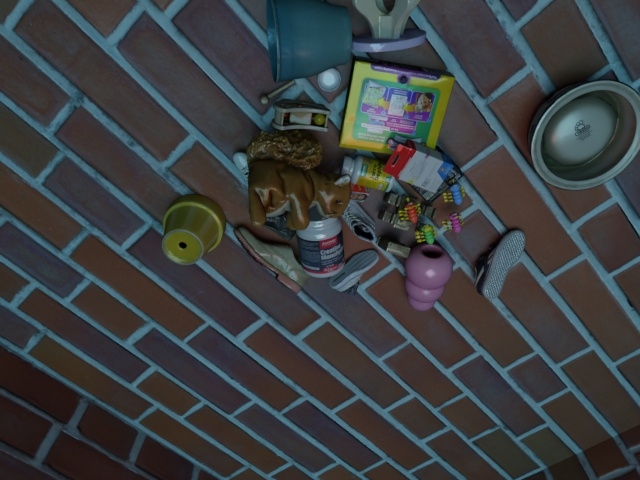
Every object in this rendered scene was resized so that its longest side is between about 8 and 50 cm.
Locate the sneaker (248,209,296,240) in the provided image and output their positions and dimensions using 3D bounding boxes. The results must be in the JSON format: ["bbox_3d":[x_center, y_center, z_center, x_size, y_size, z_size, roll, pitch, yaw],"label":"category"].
[{"bbox_3d":[-0.183,-0.104,1.947,0.227,0.087,0.130,31,113,-19],"label":"sneaker"}]

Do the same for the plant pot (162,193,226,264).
[{"bbox_3d":[-0.534,-0.030,1.902,0.253,0.239,0.254,0,118,0],"label":"plant pot"}]

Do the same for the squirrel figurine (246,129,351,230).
[{"bbox_3d":[-0.075,-0.233,1.704,0.369,0.281,0.398,-5,86,-4],"label":"squirrel figurine"}]

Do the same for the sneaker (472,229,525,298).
[{"bbox_3d":[0.767,0.092,2.034,0.126,0.127,0.321,28,91,-21],"label":"sneaker"}]

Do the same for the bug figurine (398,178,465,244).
[{"bbox_3d":[0.463,-0.105,1.834,0.278,0.072,0.216,-23,108,0],"label":"bug figurine"}]

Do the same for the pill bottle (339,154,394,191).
[{"bbox_3d":[0.184,-0.269,1.829,0.208,0.118,0.118,13,119,-6],"label":"pill bottle"}]

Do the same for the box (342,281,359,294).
[{"bbox_3d":[0.130,0.215,2.158,0.083,0.018,0.067,13,119,-7],"label":"box"}]

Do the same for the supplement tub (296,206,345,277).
[{"bbox_3d":[0.000,0.000,1.937,0.191,0.191,0.273,-5,121,3],"label":"supplement tub"}]

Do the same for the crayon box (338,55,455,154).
[{"bbox_3d":[0.270,-0.483,1.715,0.362,0.106,0.313,8,121,-5],"label":"crayon box"}]

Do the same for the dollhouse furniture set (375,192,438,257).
[{"bbox_3d":[0.338,-0.067,1.957,0.212,0.161,0.242,17,96,-9],"label":"dollhouse furniture set"}]

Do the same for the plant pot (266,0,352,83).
[{"bbox_3d":[-0.037,-0.671,1.539,0.255,0.272,0.272,-7,120,-10],"label":"plant pot"}]

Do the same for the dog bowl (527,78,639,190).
[{"bbox_3d":[0.966,-0.401,1.730,0.407,0.150,0.408,1,120,1],"label":"dog bowl"}]

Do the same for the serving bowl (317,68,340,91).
[{"bbox_3d":[0.031,-0.592,1.701,0.083,0.027,0.084,0,119,0],"label":"serving bowl"}]

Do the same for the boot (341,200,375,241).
[{"bbox_3d":[0.136,-0.100,1.921,0.258,0.123,0.095,37,113,-18],"label":"boot"}]

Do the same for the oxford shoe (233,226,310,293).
[{"bbox_3d":[-0.208,0.059,2.035,0.397,0.140,0.147,43,80,-16],"label":"oxford shoe"}]

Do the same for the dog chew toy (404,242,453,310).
[{"bbox_3d":[0.461,0.176,2.040,0.206,0.207,0.332,2,128,0],"label":"dog chew toy"}]

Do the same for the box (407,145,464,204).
[{"bbox_3d":[0.451,-0.261,1.853,0.147,0.078,0.180,39,113,-19],"label":"box"}]

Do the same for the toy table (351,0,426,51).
[{"bbox_3d":[0.224,-0.726,1.518,0.274,0.252,0.161,-27,132,-28],"label":"toy table"}]

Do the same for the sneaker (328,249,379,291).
[{"bbox_3d":[0.155,0.136,2.084,0.258,0.094,0.091,-34,146,10],"label":"sneaker"}]

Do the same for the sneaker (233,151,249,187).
[{"bbox_3d":[-0.266,-0.245,1.836,0.085,0.086,0.237,-25,114,19],"label":"sneaker"}]

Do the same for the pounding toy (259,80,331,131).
[{"bbox_3d":[-0.094,-0.490,1.687,0.269,0.154,0.155,7,119,-4],"label":"pounding toy"}]

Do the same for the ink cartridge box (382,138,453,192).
[{"bbox_3d":[0.358,-0.284,1.732,0.230,0.078,0.134,19,127,-14],"label":"ink cartridge box"}]

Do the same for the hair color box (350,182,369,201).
[{"bbox_3d":[0.121,-0.198,1.880,0.141,0.043,0.072,5,154,-17],"label":"hair color box"}]
